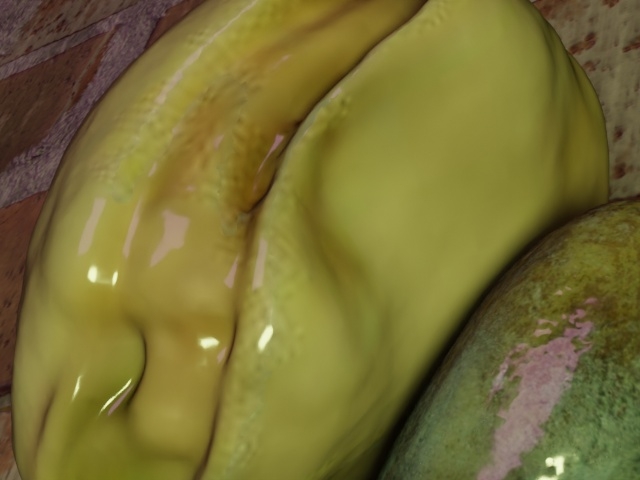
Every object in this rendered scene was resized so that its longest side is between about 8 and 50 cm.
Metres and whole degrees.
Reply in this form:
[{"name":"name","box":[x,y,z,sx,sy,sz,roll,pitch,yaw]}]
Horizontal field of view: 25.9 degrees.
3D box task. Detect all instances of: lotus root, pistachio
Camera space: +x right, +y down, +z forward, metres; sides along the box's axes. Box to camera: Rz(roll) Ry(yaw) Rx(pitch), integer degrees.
[{"name":"lotus root","box":[0.106,0.129,0.661,0.140,0.158,0.322,24,74,45]},{"name":"pistachio","box":[0.000,0.000,0.788,0.281,0.365,0.445,26,40,14]}]
